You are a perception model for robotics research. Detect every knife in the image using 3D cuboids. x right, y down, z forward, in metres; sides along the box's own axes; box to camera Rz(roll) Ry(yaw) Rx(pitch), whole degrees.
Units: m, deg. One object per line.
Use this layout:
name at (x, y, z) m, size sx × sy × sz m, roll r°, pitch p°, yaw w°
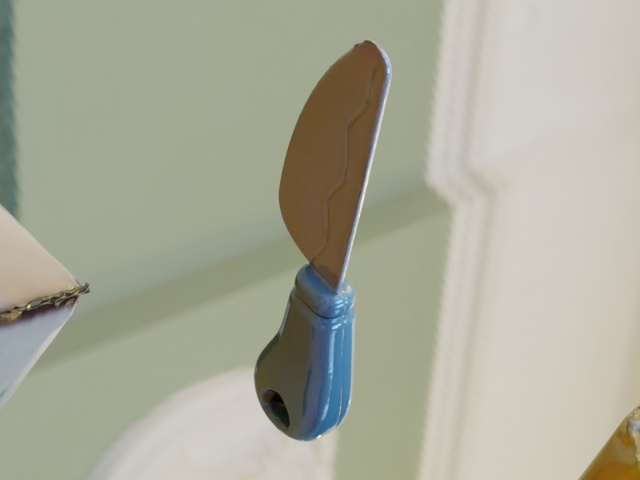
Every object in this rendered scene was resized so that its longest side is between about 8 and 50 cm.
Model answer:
knife at (-0.001, -0.001, 0.877) m, size 0.058 × 0.032 × 0.244 m, roll 46°, pitch -34°, yaw 34°

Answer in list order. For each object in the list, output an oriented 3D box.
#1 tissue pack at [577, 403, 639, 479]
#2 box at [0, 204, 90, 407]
tissue pack at (0.228, 0.248, 1.048) m, size 0.228 × 0.293 × 0.382 m, roll 58°, pitch -39°, yaw 31°
box at (-0.200, -0.077, 0.271) m, size 0.343 × 0.065 × 0.200 m, roll 43°, pitch 11°, yaw 6°
